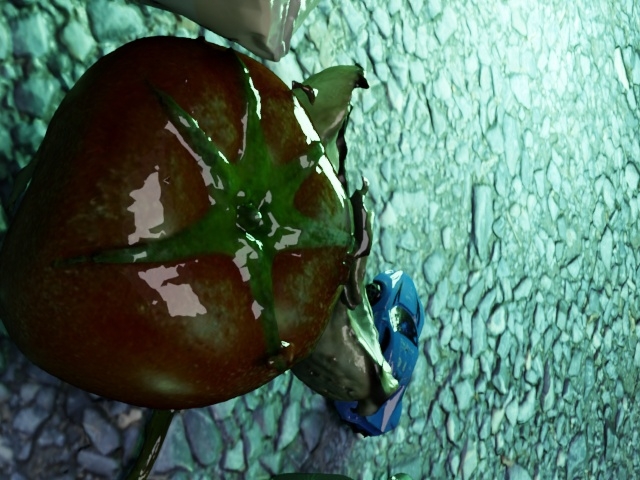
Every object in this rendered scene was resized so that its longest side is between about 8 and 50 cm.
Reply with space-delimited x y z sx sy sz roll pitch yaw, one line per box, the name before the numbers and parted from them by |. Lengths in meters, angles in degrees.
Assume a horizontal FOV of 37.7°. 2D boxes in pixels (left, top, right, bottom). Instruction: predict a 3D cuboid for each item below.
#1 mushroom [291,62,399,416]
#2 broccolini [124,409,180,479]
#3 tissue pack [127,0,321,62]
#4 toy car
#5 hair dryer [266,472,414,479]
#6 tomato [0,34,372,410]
mushroom | -0.002 -0.001 0.957 0.247 0.130 0.344 -105 -172 -77
broccolini | -0.192 0.239 0.863 0.058 0.071 0.254 21 58 -3
tissue pack | -0.118 -0.331 0.767 0.195 0.376 0.390 102 13 -54
toy car | 0.082 0.137 1.155 0.103 0.063 0.216 42 58 -40
hair dryer | 0.040 0.376 1.078 0.302 0.116 0.244 -6 96 -57
tomato | -0.126 -0.013 0.777 0.303 0.239 0.303 5 83 -45
